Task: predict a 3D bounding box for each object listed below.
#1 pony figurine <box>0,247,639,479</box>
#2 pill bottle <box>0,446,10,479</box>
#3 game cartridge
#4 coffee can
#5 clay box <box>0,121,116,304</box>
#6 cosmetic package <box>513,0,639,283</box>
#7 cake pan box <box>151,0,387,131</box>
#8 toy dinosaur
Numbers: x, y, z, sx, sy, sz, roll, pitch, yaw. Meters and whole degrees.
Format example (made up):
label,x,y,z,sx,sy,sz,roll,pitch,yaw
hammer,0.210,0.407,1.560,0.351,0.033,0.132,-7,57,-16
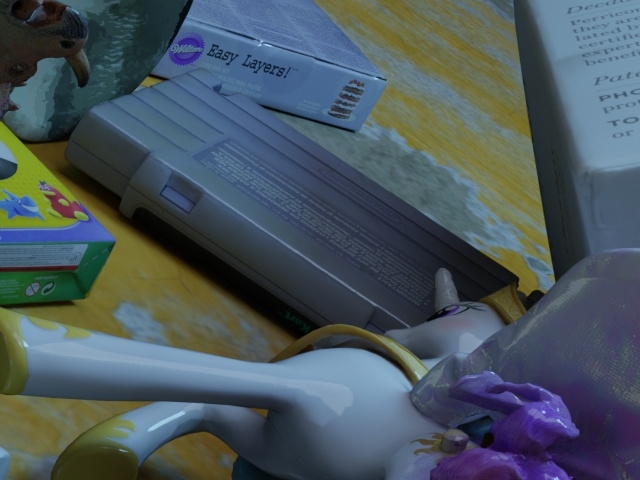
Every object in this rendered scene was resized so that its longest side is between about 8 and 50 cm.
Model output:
label,x,y,z,sx,sy,sz,roll,pitch,yaw
pony figurine,0.055,0.120,0.810,0.363,0.302,0.351,-8,32,-36
pill bottle,-0.230,0.071,0.704,0.184,0.103,0.103,33,21,5
game cartridge,0.000,0.000,1.229,0.355,0.068,0.230,34,25,8
coffee can,-0.253,-0.230,1.205,0.275,0.201,0.201,39,23,19
clay box,-0.242,-0.046,1.014,0.222,0.053,0.127,44,26,29
cosmetic package,0.328,-0.006,1.114,0.327,0.329,0.393,-10,24,5
cake pan box,-0.099,-0.216,1.561,0.267,0.070,0.246,11,26,-41
toy dinosaur,-0.259,-0.138,0.979,0.200,0.127,0.296,24,9,-27
